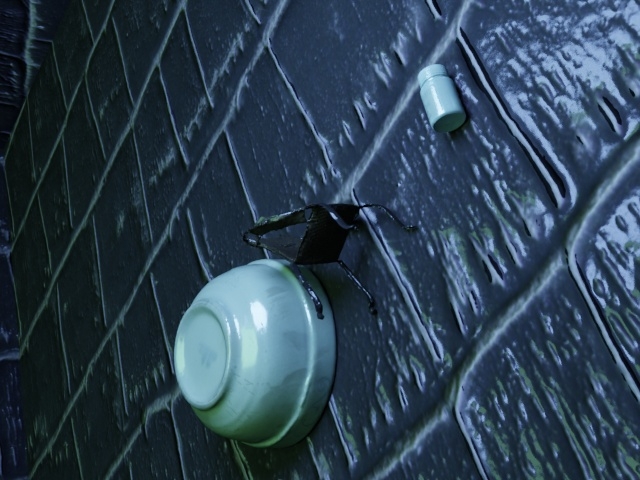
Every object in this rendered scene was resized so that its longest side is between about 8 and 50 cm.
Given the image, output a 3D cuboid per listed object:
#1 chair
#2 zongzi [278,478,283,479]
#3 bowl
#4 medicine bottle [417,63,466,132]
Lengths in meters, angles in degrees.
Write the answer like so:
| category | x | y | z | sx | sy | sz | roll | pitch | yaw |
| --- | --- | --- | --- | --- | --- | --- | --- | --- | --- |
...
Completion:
| category | x | y | z | sx | sy | sz | roll | pitch | yaw |
| --- | --- | --- | --- | --- | --- | --- | --- | --- | --- |
| chair | 0.000 | 0.000 | 1.106 | 0.213 | 0.174 | 0.149 | 34 | 114 | 39 |
| zongzi | -0.029 | 0.582 | 1.037 | 0.393 | 0.174 | 0.355 | 51 | 129 | 57 |
| bowl | -0.122 | 0.178 | 1.241 | 0.307 | 0.163 | 0.306 | -9 | 78 | 50 |
| medicine bottle | 0.157 | -0.186 | 1.021 | 0.047 | 0.047 | 0.083 | -41 | 52 | 42 |
